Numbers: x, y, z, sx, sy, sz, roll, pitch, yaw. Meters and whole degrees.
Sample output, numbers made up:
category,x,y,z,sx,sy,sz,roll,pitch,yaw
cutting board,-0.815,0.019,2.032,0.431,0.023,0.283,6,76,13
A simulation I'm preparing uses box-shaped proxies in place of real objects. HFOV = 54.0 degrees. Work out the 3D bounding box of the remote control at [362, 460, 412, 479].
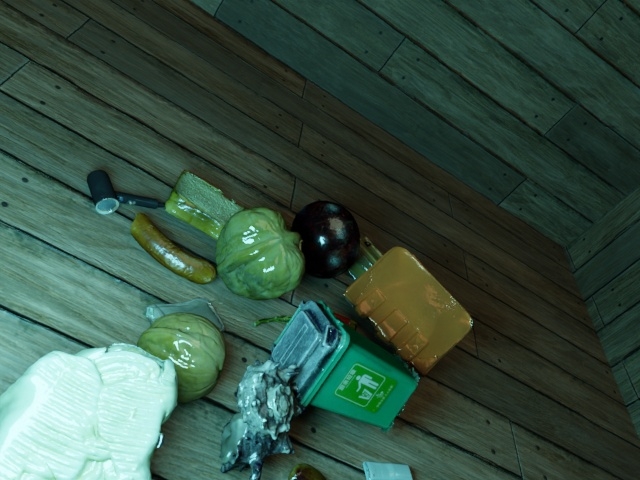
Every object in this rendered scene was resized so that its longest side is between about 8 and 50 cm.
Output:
category,x,y,z,sx,sy,sz,roll,pitch,yaw
remote control,0.197,0.671,1.815,0.162,0.029,0.061,17,37,-32

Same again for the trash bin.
category,x,y,z,sx,sy,sz,roll,pitch,yaw
trash bin,0.062,0.369,1.823,0.381,0.259,0.295,32,6,-27

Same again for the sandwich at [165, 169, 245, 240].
category,x,y,z,sx,sy,sz,roll,pitch,yaw
sandwich,-0.383,-0.107,2.093,0.251,0.087,0.226,31,22,-16

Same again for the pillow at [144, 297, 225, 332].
category,x,y,z,sx,sy,sz,roll,pitch,yaw
pillow,-0.377,0.220,1.751,0.232,0.038,0.131,-3,49,-49

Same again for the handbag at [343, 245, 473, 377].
category,x,y,z,sx,sy,sz,roll,pitch,yaw
handbag,0.314,0.251,2.241,0.303,0.116,0.410,-41,81,-14

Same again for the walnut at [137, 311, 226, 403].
category,x,y,z,sx,sy,sz,roll,pitch,yaw
walnut,-0.346,0.286,1.551,0.228,0.228,0.228,27,34,-21

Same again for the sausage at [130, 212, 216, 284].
category,x,y,z,sx,sy,sz,roll,pitch,yaw
sausage,-0.445,0.035,1.868,0.302,0.076,0.103,39,33,-4

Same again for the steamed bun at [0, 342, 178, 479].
category,x,y,z,sx,sy,sz,roll,pitch,yaw
steamed bun,-0.469,0.384,1.280,0.394,0.237,0.347,-28,87,-29

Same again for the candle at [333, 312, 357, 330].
category,x,y,z,sx,sy,sz,roll,pitch,yaw
candle,0.060,0.277,2.131,0.130,0.052,0.052,22,36,-26

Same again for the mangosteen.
category,x,y,z,sx,sy,sz,roll,pitch,yaw
mangosteen,0.000,0.000,2.215,0.288,0.288,0.288,27,34,-21

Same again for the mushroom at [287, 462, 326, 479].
category,x,y,z,sx,sy,sz,roll,pitch,yaw
mushroom,-0.027,0.629,1.612,0.123,0.052,0.123,30,30,-19

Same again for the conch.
category,x,y,z,sx,sy,sz,roll,pitch,yaw
conch,-0.142,0.433,1.527,0.186,0.313,0.241,24,-14,18

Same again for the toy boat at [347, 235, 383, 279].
category,x,y,z,sx,sy,sz,roll,pitch,yaw
toy boat,0.172,0.066,2.422,0.445,0.136,0.162,48,41,12

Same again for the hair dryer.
category,x,y,z,sx,sy,sz,roll,pitch,yaw
hair dryer,-0.596,-0.138,1.949,0.255,0.070,0.128,9,42,-51

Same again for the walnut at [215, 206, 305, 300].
category,x,y,z,sx,sy,sz,roll,pitch,yaw
walnut,-0.187,0.046,1.947,0.253,0.277,0.282,10,63,-31

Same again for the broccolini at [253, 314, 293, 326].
category,x,y,z,sx,sy,sz,roll,pitch,yaw
broccolini,-0.136,0.257,1.974,0.194,0.054,0.052,2,18,-36
